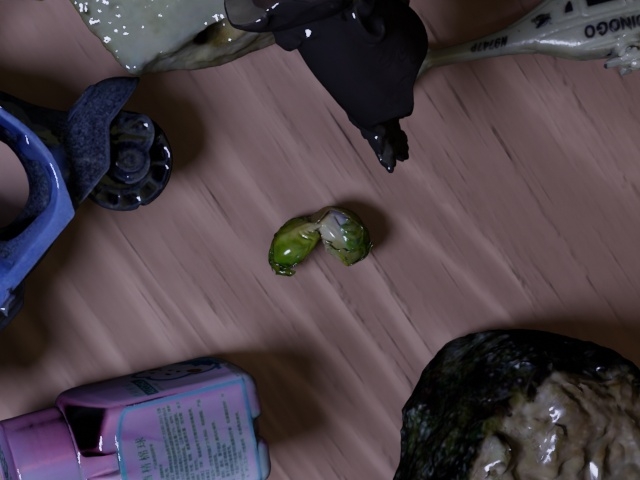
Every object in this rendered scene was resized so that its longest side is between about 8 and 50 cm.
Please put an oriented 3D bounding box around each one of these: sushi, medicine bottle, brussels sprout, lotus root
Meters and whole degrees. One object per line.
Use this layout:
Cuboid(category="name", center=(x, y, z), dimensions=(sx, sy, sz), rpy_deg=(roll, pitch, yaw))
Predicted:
Cuboid(category="sushi", center=(0.148, 0.242, 1.514), dimensions=(0.210, 0.171, 0.350), rpy_deg=(21, 88, -23))
Cuboid(category="medicine bottle", center=(-0.144, 0.154, 1.421), dimensions=(0.188, 0.119, 0.094), rpy_deg=(-12, 98, -20))
Cuboid(category="brussels sprout", center=(-0.001, -0.001, 1.503), dimensions=(0.083, 0.046, 0.051), rpy_deg=(-10, 91, -19))
Cuboid(category="lotus root", center=(-0.125, -0.275, 1.392), dimensions=(0.142, 0.210, 0.314), rpy_deg=(-17, 101, 27))

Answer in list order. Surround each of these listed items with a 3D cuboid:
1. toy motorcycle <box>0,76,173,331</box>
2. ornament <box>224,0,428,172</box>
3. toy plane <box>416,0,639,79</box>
Cuboid(category="toy motorcycle", center=(-0.273, -0.010, 1.359), dimensions=(0.212, 0.125, 0.358), rpy_deg=(43, 77, -17))
Cuboid(category="ornament", center=(0.029, -0.195, 1.384), dimensions=(0.260, 0.106, 0.251), rpy_deg=(39, 44, -55))
Cuboid(category="toy plane", center=(0.182, -0.168, 1.528), dimensions=(0.286, 0.092, 0.108), rpy_deg=(-11, 60, 0))
